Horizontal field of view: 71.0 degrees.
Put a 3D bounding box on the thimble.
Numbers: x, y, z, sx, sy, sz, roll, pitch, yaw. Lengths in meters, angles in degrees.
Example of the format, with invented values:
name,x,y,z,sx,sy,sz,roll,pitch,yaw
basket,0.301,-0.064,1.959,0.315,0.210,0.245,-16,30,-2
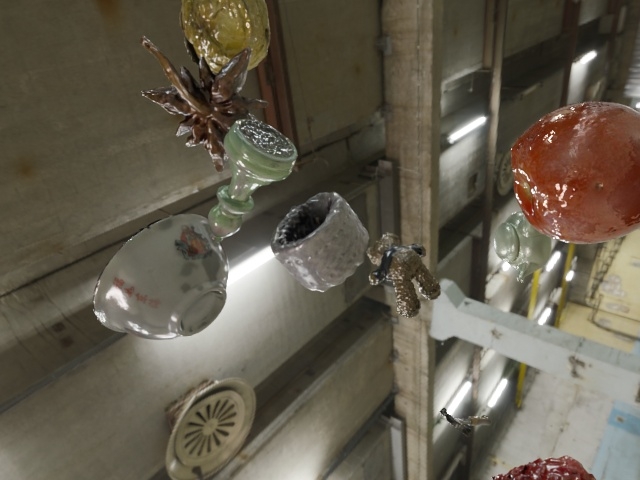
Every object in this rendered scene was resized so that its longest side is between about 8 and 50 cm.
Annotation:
name,x,y,z,sx,sy,sz,roll,pitch,yaw
thimble,0.000,0.000,1.108,0.217,0.245,0.157,-33,-65,6

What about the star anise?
name,x,y,z,sx,sy,sz,roll,pitch,yaw
star anise,-0.275,-0.329,1.093,0.292,0.109,0.349,-14,-61,-5

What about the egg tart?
name,x,y,z,sx,sy,sz,roll,pitch,yaw
egg tart,-0.228,-0.526,1.092,0.232,0.098,0.252,22,-68,-18

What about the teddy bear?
name,x,y,z,sx,sy,sz,roll,pitch,yaw
teddy bear,0.229,0.074,1.246,0.182,0.251,0.129,-27,-34,-17

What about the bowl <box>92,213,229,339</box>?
name,x,y,z,sx,sy,sz,roll,pitch,yaw
bowl,-0.322,0.121,1.044,0.345,0.157,0.345,-41,-26,-25

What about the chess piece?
name,x,y,z,sx,sy,sz,roll,pitch,yaw
chess piece,-0.163,-0.097,0.902,0.139,0.139,0.271,-12,-34,-48

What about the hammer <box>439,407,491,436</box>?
name,x,y,z,sx,sy,sz,roll,pitch,yaw
hammer,0.370,0.445,1.097,0.201,0.078,0.021,22,-79,-42

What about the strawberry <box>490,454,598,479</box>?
name,x,y,z,sx,sy,sz,roll,pitch,yaw
strawberry,0.315,0.395,0.622,0.201,0.184,0.187,-51,-17,-13

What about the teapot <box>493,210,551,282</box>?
name,x,y,z,sx,sy,sz,roll,pitch,yaw
teapot,0.671,-0.036,1.482,0.149,0.220,0.318,-8,-59,-7

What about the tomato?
name,x,y,z,sx,sy,sz,roll,pitch,yaw
tomato,0.389,-0.099,0.653,0.208,0.184,0.208,-16,-90,-80
